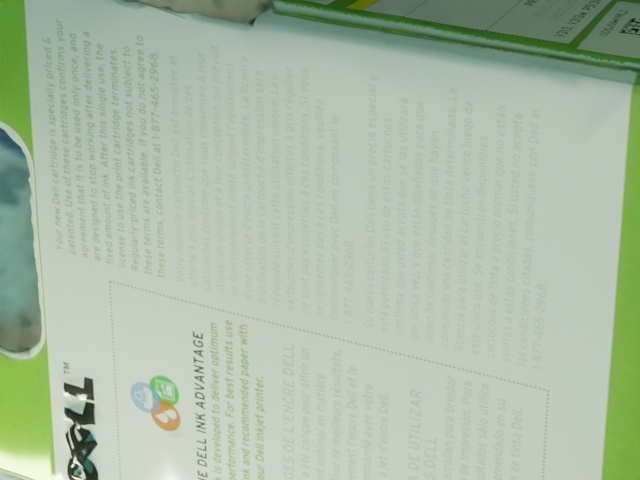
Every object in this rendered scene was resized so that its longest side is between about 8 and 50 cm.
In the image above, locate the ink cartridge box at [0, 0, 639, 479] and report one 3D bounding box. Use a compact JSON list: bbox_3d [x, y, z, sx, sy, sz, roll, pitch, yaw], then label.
[{"bbox_3d":[0.000,0.000,0.609,0.255,0.097,0.189,13,119,24],"label":"ink cartridge box"}]
